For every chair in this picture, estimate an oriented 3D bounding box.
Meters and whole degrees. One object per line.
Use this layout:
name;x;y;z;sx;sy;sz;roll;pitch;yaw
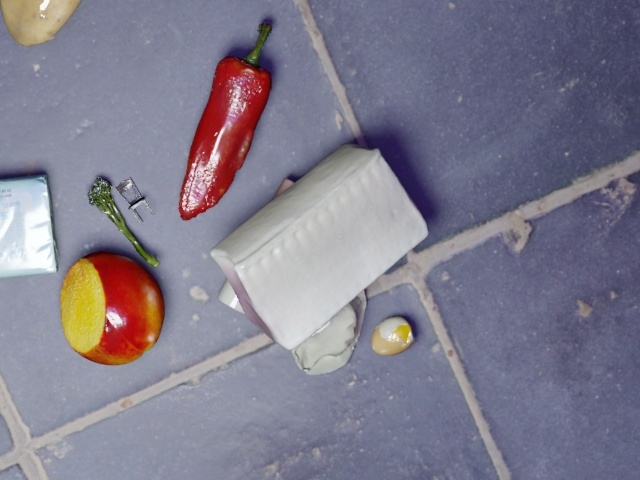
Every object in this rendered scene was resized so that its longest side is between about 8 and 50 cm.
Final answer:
chair;-0.338;-0.072;1.830;0.037;0.042;0.086;-36;98;-7

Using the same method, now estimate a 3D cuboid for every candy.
candy;0.000;0.001;1.780;0.358;0.145;0.208;-40;120;-14

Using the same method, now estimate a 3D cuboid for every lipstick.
lipstick;-0.100;0.011;1.853;0.070;0.070;0.254;30;90;-9

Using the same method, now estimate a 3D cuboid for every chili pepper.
chili pepper;-0.168;-0.213;1.809;0.110;0.110;0.388;21;95;-8

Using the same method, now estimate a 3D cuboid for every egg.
egg;0.134;0.183;1.897;0.083;0.071;0.071;-30;98;-3

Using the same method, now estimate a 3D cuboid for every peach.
peach;-0.374;0.120;1.768;0.190;0.190;0.192;-49;117;-2

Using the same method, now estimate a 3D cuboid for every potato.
potato;-0.480;-0.461;1.748;0.161;0.128;0.235;-3;100;9

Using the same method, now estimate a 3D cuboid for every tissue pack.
tissue pack;-0.606;-0.019;1.779;0.263;0.089;0.177;-6;96;-9

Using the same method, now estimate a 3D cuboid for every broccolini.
broccolini;-0.355;-0.028;1.824;0.054;0.052;0.194;-41;92;-17

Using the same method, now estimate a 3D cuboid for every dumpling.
dumpling;0.026;0.162;1.872;0.181;0.111;0.155;-33;129;3
